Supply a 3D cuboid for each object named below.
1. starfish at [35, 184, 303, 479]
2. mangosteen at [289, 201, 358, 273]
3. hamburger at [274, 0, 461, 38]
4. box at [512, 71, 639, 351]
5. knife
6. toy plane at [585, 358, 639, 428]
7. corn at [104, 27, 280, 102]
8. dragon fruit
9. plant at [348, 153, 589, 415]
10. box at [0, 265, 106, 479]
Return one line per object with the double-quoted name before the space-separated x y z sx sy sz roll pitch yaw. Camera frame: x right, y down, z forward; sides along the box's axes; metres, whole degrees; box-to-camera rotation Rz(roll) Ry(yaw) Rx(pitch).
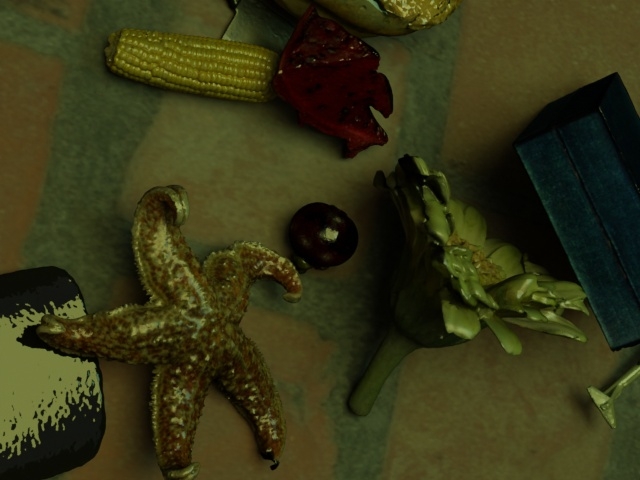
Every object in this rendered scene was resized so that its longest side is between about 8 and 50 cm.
"starfish" -0.137 0.108 1.337 0.312 0.113 0.303 20 71 -37
"mangosteen" 0.002 -0.003 1.448 0.081 0.081 0.081 3 82 -24
"hamburger" 0.052 -0.371 1.472 0.319 0.158 0.318 4 81 -24
"box" 0.343 -0.043 1.509 0.261 0.116 0.279 62 23 -5
"knife" -0.076 -0.241 1.476 0.245 0.019 0.072 35 72 -18
"toy plane" 0.443 0.122 1.625 0.286 0.108 0.092 -36 100 -11
"corn" -0.131 -0.191 1.418 0.206 0.067 0.067 8 80 -22
"dragon fruit" 0.032 -0.176 1.450 0.192 0.122 0.092 50 28 -48
"plant" 0.122 0.032 1.424 0.306 0.297 0.261 -15 84 -63
"box" -0.320 0.143 1.305 0.201 0.042 0.212 -13 88 -25
